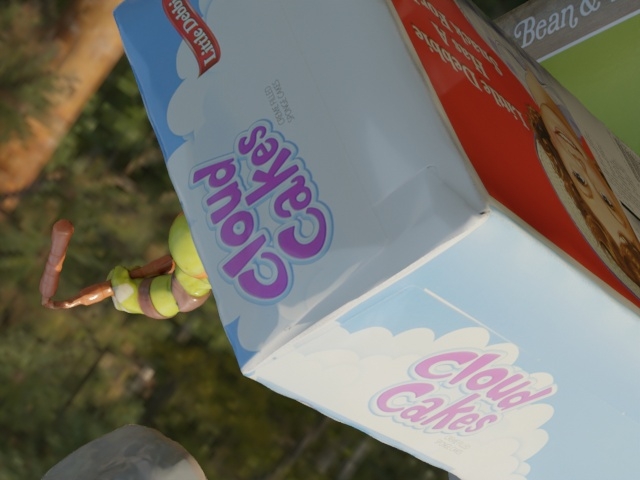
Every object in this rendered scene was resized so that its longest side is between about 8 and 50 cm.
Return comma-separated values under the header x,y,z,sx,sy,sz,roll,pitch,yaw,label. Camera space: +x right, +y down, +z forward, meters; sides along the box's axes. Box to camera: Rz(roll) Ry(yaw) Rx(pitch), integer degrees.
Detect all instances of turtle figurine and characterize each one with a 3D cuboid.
x,y,z,sx,sy,sz,roll,pitch,yaw,label
0.000,0.000,0.845,0.217,0.269,0.087,3,-118,-49,turtle figurine

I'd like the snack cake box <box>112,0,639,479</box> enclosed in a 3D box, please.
x,y,z,sx,sy,sz,roll,pitch,yaw,label
0.059,0.003,0.563,0.264,0.089,0.152,32,-150,-49,snack cake box

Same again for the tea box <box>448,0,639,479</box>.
x,y,z,sx,sy,sz,roll,pitch,yaw,label
0.232,0.011,0.903,0.220,0.323,0.329,-1,170,-28,tea box

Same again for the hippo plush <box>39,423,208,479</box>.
x,y,z,sx,sy,sz,roll,pitch,yaw,label
-0.192,0.211,0.707,0.236,0.234,0.294,-15,169,30,hippo plush
